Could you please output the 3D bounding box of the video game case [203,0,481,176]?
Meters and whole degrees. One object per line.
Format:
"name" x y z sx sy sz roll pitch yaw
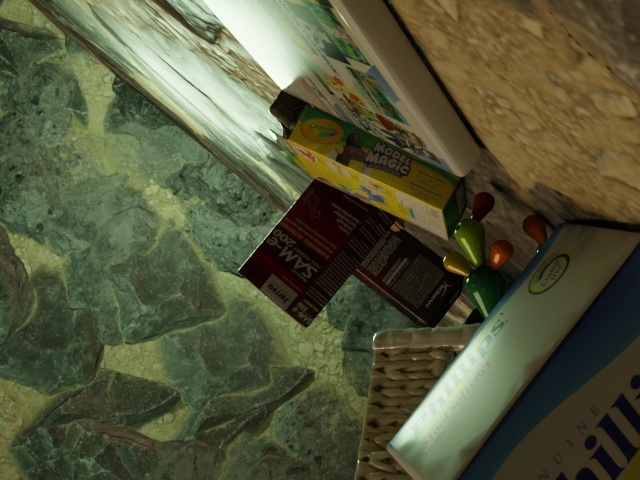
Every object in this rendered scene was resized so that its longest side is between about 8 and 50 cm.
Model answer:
"video game case" -0.032 -0.206 0.677 0.300 0.036 0.329 35 174 45

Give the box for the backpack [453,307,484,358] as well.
"backpack" 0.314 0.207 1.282 0.166 0.144 0.188 30 151 40

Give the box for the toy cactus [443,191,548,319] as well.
"toy cactus" 0.190 0.076 0.766 0.219 0.180 0.112 49 154 -23

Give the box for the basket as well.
"basket" 0.257 0.303 1.059 0.329 0.266 0.331 -6 144 32

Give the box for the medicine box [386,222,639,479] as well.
"medicine box" 0.257 0.175 0.656 0.289 0.263 0.149 40 175 -12

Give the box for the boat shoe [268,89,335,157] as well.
"boat shoe" -0.017 -0.141 1.001 0.078 0.070 0.219 38 176 22

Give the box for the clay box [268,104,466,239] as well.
"clay box" 0.055 -0.082 0.883 0.222 0.053 0.127 28 173 17

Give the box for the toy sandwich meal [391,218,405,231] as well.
"toy sandwich meal" 0.106 -0.046 1.259 0.086 0.029 0.085 40 -179 -1

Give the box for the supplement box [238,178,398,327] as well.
"supplement box" 0.000 0.000 1.192 0.130 0.239 0.073 36 175 37

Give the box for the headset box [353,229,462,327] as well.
"headset box" 0.121 0.040 1.467 0.293 0.110 0.218 38 176 14
